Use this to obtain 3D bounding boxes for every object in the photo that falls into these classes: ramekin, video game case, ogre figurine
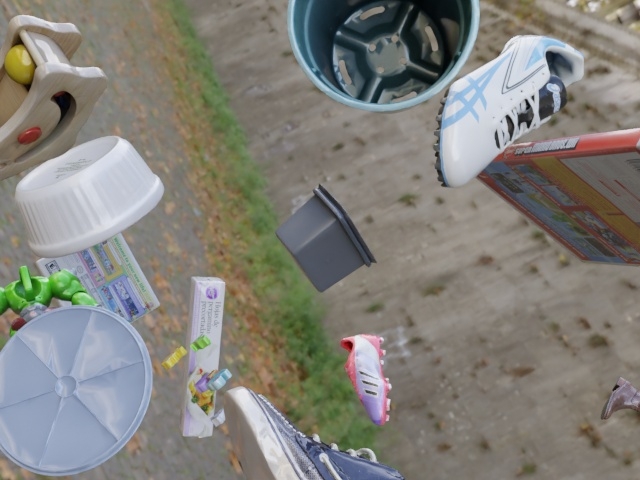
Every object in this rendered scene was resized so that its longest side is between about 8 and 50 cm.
[{"bbox_3d":[-0.442,-0.091,1.671,0.273,0.272,0.127,-117,-178,-66],"label":"ramekin"},{"bbox_3d":[0.289,-0.034,0.886,0.204,0.025,0.285,35,-12,-20],"label":"video game case"},{"bbox_3d":[-0.390,0.103,1.230,0.097,0.197,0.118,73,-5,-67],"label":"ogre figurine"},{"bbox_3d":[-0.473,0.095,1.911,0.023,0.193,0.212,-17,-77,56],"label":"video game case"}]

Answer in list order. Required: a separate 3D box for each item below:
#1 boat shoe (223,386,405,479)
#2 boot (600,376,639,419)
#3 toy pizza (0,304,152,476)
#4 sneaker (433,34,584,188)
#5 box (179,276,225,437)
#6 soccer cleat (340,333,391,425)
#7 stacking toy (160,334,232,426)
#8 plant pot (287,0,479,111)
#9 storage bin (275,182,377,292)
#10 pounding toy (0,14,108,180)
[{"bbox_3d":[0.004,0.321,1.223,0.340,0.158,0.127,53,-33,32],"label":"boat shoe"},{"bbox_3d":[0.569,0.307,1.594,0.114,0.106,0.037,32,-35,16],"label":"boot"},{"bbox_3d":[-0.291,0.174,1.043,0.201,0.201,0.032,62,-4,24],"label":"toy pizza"},{"bbox_3d":[0.182,-0.130,0.862,0.086,0.237,0.085,11,-47,36],"label":"sneaker"},{"bbox_3d":[-0.243,0.238,1.830,0.067,0.063,0.324,-162,-103,-71],"label":"box"},{"bbox_3d":[0.093,0.289,1.858,0.248,0.095,0.083,-92,-177,-53],"label":"soccer cleat"},{"bbox_3d":[-0.207,0.267,1.681,0.167,0.052,0.221,49,-29,-6],"label":"stacking toy"},{"bbox_3d":[0.125,-0.396,1.743,0.341,0.341,0.334,62,5,3],"label":"plant pot"},{"bbox_3d":[0.000,0.000,1.215,0.098,0.091,0.135,49,-6,41],"label":"storage bin"},{"bbox_3d":[-0.375,-0.170,1.034,0.155,0.154,0.269,58,-45,11],"label":"pounding toy"}]
